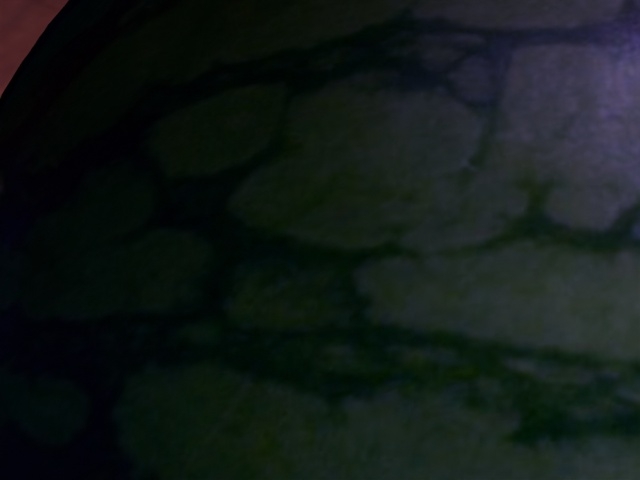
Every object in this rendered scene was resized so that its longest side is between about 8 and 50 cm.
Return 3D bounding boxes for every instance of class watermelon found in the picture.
[{"bbox_3d":[0.077,0.060,0.458,0.363,0.363,0.363,0,159,0],"label":"watermelon"}]
